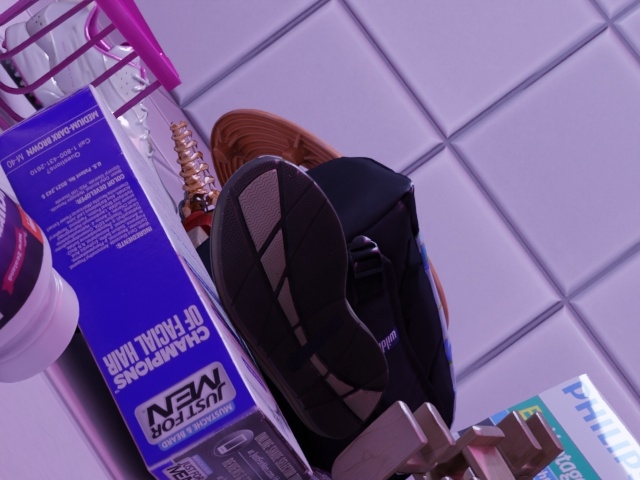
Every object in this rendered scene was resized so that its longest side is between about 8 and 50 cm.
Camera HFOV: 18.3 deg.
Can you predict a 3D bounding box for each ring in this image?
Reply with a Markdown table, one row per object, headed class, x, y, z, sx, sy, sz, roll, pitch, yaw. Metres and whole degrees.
| class | x | y | z | sx | sy | sz | roll | pitch | yaw |
| --- | --- | --- | --- | --- | --- | --- | --- | --- | --- |
| ring | 0.000 | 0.000 | 2.096 | 0.336 | 0.032 | 0.336 | 38 | -25 | 21 |

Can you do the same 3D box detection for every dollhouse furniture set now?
| class | x | y | z | sx | sy | sz | roll | pitch | yaw |
| --- | --- | --- | --- | --- | --- | --- | --- | --- | --- |
| dollhouse furniture set | 0.125 | 0.270 | 1.620 | 0.212 | 0.161 | 0.242 | 9 | 43 | -51 |

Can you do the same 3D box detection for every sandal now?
| class | x | y | z | sx | sy | sz | roll | pitch | yaw |
| --- | --- | --- | --- | --- | --- | --- | --- | --- | --- |
| sandal | -0.031 | 0.054 | 1.687 | 0.086 | 0.120 | 0.303 | 36 | -25 | 44 |

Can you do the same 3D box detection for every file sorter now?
| class | x | y | z | sx | sy | sz | roll | pitch | yaw |
| --- | --- | --- | --- | --- | --- | --- | --- | --- | --- |
| file sorter | -0.313 | -0.257 | 2.124 | 0.202 | 0.182 | 0.290 | 52 | 5 | -43 |

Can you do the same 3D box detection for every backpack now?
| class | x | y | z | sx | sy | sz | roll | pitch | yaw |
| --- | --- | --- | --- | --- | --- | --- | --- | --- | --- |
| backpack | -0.003 | 0.118 | 1.936 | 0.273 | 0.290 | 0.355 | 34 | -21 | 54 |

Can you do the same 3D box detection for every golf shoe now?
| class | x | y | z | sx | sy | sz | roll | pitch | yaw |
| --- | --- | --- | --- | --- | --- | --- | --- | --- | --- |
| golf shoe | -0.248 | -0.155 | 2.373 | 0.306 | 0.140 | 0.115 | 55 | 2 | -11 |

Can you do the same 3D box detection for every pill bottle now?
| class | x | y | z | sx | sy | sz | roll | pitch | yaw |
| --- | --- | --- | --- | --- | --- | --- | --- | --- | --- |
| pill bottle | -0.232 | 0.007 | 1.211 | 0.193 | 0.108 | 0.108 | 50 | 5 | -46 |

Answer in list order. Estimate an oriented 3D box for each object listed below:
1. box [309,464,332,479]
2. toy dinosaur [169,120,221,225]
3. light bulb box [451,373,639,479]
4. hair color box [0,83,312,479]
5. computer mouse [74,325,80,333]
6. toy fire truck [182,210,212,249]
| class | x | y | z | sx | sy | sz | roll | pitch | yaw |
| --- | --- | --- | --- | --- | --- | --- | --- | --- | --- |
| box | 0.038 | 0.274 | 1.757 | 0.183 | 0.056 | 0.231 | 25 | 6 | -45 |
| toy dinosaur | -0.106 | 0.003 | 2.458 | 0.218 | 0.164 | 0.322 | -86 | 177 | -66 |
| light bulb box | 0.285 | 0.413 | 2.203 | 0.358 | 0.225 | 0.361 | 55 | -19 | 38 |
| hair color box | -0.141 | 0.057 | 1.655 | 0.339 | 0.110 | 0.185 | 59 | -1 | 28 |
| computer mouse | -0.251 | -0.001 | 1.602 | 0.242 | 0.041 | 0.071 | 51 | 4 | -48 |
| toy fire truck | -0.111 | 0.061 | 2.231 | 0.217 | 0.158 | 0.246 | 52 | 14 | -21 |
